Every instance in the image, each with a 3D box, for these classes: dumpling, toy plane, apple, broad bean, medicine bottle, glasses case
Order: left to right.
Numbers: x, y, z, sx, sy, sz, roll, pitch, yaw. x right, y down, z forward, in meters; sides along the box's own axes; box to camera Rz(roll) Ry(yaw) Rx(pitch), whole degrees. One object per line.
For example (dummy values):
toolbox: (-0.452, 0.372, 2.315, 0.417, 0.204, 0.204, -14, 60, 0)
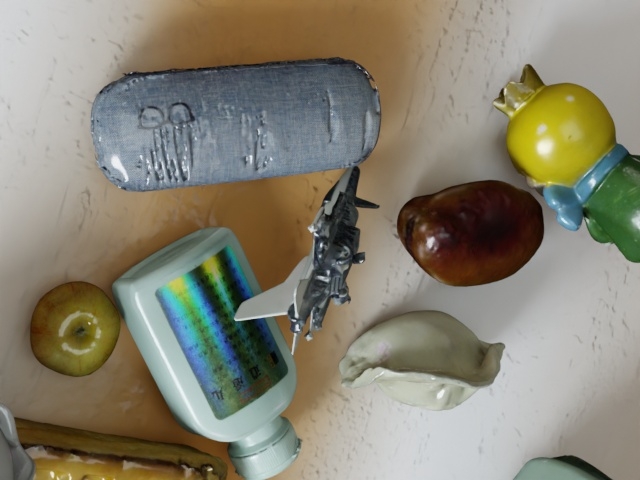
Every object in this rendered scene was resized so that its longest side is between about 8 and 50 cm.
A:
apple: (-0.215, 0.078, 1.072, 0.084, 0.071, 0.084, -2, 95, -26)
medicine bottle: (-0.091, 0.111, 1.127, 0.121, 0.083, 0.229, -34, 107, -30)
glasses case: (-0.073, -0.109, 1.127, 0.282, 0.067, 0.109, -7, 100, -23)
toy plane: (0.012, 0.009, 1.133, 0.234, 0.082, 0.160, -53, 157, -37)
dumpling: (0.118, 0.120, 1.199, 0.169, 0.134, 0.100, 18, 86, -28)
broad bean: (0.157, -0.008, 1.234, 0.165, 0.084, 0.114, -9, 134, -25)

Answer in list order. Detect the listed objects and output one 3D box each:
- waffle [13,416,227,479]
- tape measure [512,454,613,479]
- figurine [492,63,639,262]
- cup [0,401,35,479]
waffle: (-0.220, 0.333, 1.081, 0.224, 0.098, 0.328, 13, 90, -24)
tape measure: (0.289, 0.340, 1.231, 0.138, 0.262, 0.259, -44, 111, -9)
figurine: (0.283, -0.079, 1.278, 0.234, 0.185, 0.127, 36, 102, 15)
cup: (-0.325, 0.193, 0.949, 0.173, 0.167, 0.300, -32, 70, 5)
